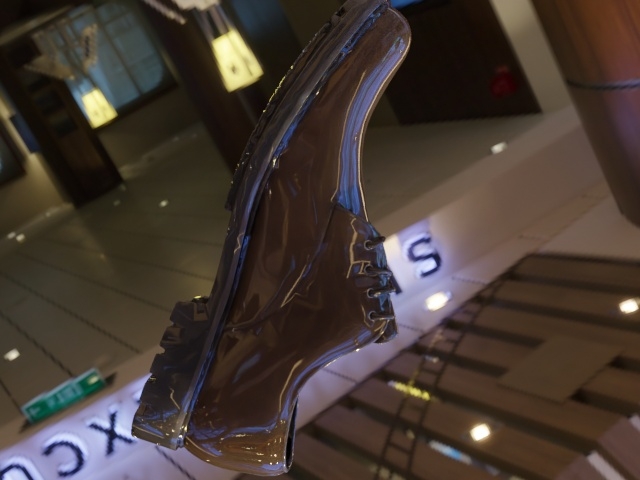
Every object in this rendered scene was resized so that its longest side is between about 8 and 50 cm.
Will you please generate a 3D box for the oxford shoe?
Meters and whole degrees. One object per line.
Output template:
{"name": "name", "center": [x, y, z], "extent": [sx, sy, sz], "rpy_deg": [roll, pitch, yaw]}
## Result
{"name": "oxford shoe", "center": [0.000, 0.000, 0.427], "extent": [0.083, 0.096, 0.227], "rpy_deg": [-52, 163, -81]}
